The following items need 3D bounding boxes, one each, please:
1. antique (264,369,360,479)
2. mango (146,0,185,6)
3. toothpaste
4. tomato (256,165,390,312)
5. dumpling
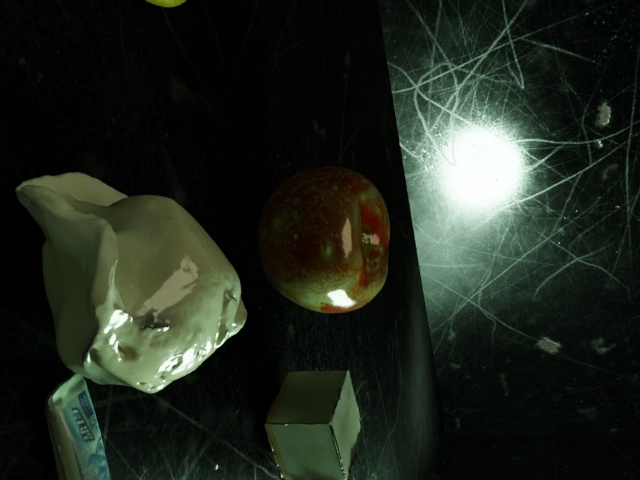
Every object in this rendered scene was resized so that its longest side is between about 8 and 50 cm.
[{"bbox_3d":[-0.015,0.338,1.084,0.152,0.148,0.146,-61,143,-59],"label":"antique"},{"bbox_3d":[-0.209,-0.411,0.787,0.137,0.091,0.237,63,22,-59],"label":"mango"},{"bbox_3d":[-0.238,0.272,0.618,0.069,0.047,0.268,-21,103,-57],"label":"toothpaste"},{"bbox_3d":[0.000,0.000,1.092,0.270,0.223,0.270,-5,96,-60],"label":"tomato"},{"bbox_3d":[-0.208,0.038,0.648,0.243,0.187,0.318,49,2,15],"label":"dumpling"}]
